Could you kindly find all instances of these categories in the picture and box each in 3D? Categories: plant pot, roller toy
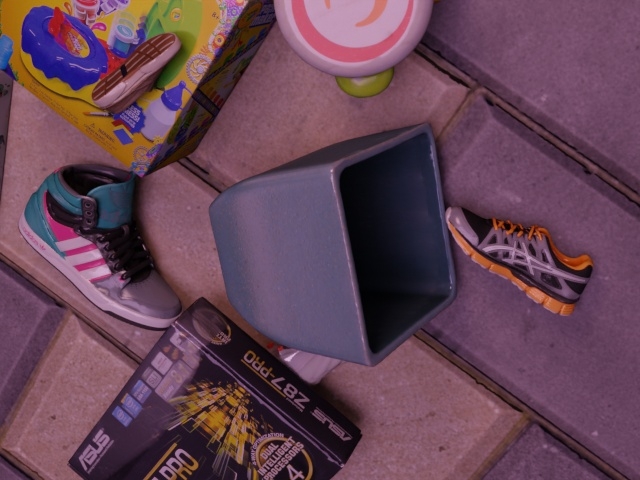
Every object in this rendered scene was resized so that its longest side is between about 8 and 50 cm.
[{"bbox_3d":[0.000,0.000,1.176,0.252,0.247,0.248,-1,107,35],"label":"plant pot"},{"bbox_3d":[0.045,-0.305,1.112,0.191,0.146,0.209,34,108,-5],"label":"roller toy"}]

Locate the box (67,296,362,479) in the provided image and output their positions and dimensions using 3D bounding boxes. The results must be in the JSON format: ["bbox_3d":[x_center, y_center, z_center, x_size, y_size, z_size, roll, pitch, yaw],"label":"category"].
[{"bbox_3d":[-0.173,0.320,1.378,0.318,0.097,0.395,42,122,2],"label":"box"}]

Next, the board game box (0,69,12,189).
[{"bbox_3d":[-0.613,-0.143,1.393,0.224,0.097,0.303,18,112,12],"label":"board game box"}]

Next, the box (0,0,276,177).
[{"bbox_3d":[-0.247,-0.292,1.190,0.290,0.177,0.279,37,113,3],"label":"box"}]

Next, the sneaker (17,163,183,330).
[{"bbox_3d":[-0.301,-0.012,1.328,0.295,0.124,0.178,37,123,5],"label":"sneaker"}]

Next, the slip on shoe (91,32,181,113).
[{"bbox_3d":[-0.217,-0.201,1.094,0.135,0.051,0.041,-36,135,15],"label":"slip on shoe"}]

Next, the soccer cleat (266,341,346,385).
[{"bbox_3d":[0.000,0.173,1.322,0.196,0.068,0.076,-17,106,28],"label":"soccer cleat"}]

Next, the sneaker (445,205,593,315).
[{"bbox_3d":[0.261,0.010,1.184,0.215,0.084,0.083,32,111,-5],"label":"sneaker"}]
